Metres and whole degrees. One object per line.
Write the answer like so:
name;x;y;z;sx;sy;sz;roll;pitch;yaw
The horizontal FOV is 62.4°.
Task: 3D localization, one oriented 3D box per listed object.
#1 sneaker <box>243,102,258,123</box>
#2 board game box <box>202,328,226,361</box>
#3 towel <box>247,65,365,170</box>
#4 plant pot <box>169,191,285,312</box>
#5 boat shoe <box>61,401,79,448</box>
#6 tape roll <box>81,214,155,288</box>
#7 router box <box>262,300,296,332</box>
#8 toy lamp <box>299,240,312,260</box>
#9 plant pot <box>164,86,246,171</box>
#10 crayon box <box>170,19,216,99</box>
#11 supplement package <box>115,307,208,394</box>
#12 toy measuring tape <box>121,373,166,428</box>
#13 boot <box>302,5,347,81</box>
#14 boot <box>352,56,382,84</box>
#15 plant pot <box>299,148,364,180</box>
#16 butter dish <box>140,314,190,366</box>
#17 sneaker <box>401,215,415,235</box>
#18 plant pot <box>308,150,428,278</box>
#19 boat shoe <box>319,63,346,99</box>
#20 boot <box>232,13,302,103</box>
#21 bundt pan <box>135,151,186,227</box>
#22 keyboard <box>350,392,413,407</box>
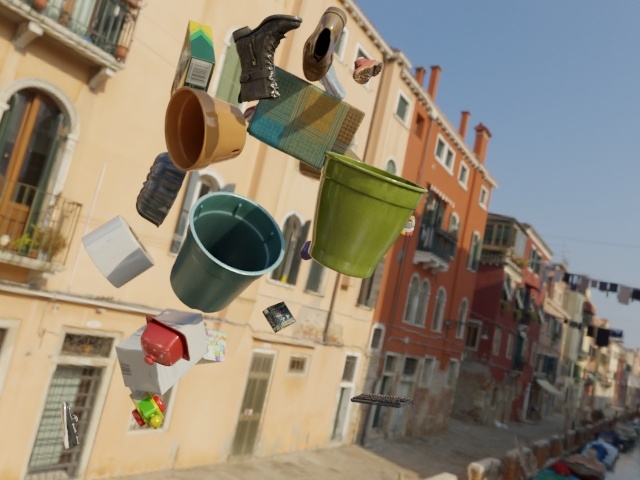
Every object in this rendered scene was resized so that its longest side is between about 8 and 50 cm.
sneaker;-0.217;-0.509;2.180;0.128;0.087;0.221;34;-17;-36
board game box;-0.609;0.521;2.554;0.275;0.142;0.144;-14;-25;31
towel;-0.058;-0.427;1.918;0.370;0.271;0.040;26;20;-3
plant pot;-0.351;0.064;1.845;0.341;0.341;0.334;17;-44;-27
boat shoe;-0.638;0.469;1.349;0.038;0.125;0.046;-6;8;-33
tape roll;-0.789;0.043;2.076;0.246;0.169;0.246;53;-12;16
router box;-0.149;0.277;1.920;0.038;0.092;0.122;-38;-11;21
toy lamp;0.000;0.000;2.271;0.080;0.080;0.274;7;32;31
plant pot;-0.403;-0.396;1.905;0.203;0.291;0.291;-7;7;-42
crayon box;-0.543;-0.673;2.206;0.106;0.313;0.363;9;-47;-26
supplement package;-0.578;0.402;1.960;0.175;0.178;0.293;4;22;23
toy measuring tape;-0.659;0.600;1.967;0.121;0.121;0.330;20;5;-41
boot;-0.010;-0.617;1.742;0.112;0.115;0.305;25;-28;-5
boot;0.137;-0.578;1.788;0.084;0.158;0.059;29;-48;19
plant pot;0.070;-0.348;2.415;0.254;0.237;0.237;30;-3;20
butter dish;-0.502;0.336;1.646;0.160;0.118;0.160;24;-42;16
sneaker;0.279;-0.099;2.137;0.225;0.093;0.088;23;16;16
plant pot;0.126;-0.074;1.795;0.366;0.353;0.366;19;13;-5
boat shoe;0.024;-0.677;2.210;0.076;0.226;0.083;-32;-13;38
boot;-0.153;-0.541;1.602;0.263;0.229;0.091;-8;4;30
bundt pan;-0.663;-0.227;2.184;0.124;0.331;0.331;26;-14;-23
keyboard;0.190;0.479;1.591;0.180;0.023;0.108;-6;-10;41
